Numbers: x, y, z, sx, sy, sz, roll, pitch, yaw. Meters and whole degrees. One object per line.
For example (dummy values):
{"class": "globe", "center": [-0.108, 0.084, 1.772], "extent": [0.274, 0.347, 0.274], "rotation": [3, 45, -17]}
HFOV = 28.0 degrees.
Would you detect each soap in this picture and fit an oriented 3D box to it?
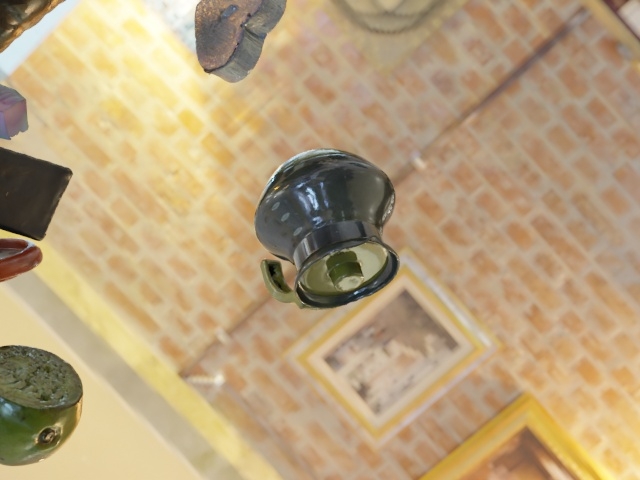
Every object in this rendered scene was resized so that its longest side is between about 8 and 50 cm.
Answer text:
{"class": "soap", "center": [-0.555, -0.222, 2.134], "extent": [0.149, 0.056, 0.100], "rotation": [21, -149, 18]}

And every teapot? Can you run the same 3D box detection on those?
{"class": "teapot", "center": [0.000, 0.000, 1.139], "extent": [0.130, 0.166, 0.119], "rotation": [7, -131, -34]}

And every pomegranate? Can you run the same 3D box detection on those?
{"class": "pomegranate", "center": [-0.499, 0.259, 2.005], "extent": [0.240, 0.159, 0.190], "rotation": [25, -159, -5]}

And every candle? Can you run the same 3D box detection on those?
{"class": "candle", "center": [-0.148, -0.364, 2.150], "extent": [0.068, 0.192, 0.168], "rotation": [29, -178, -43]}

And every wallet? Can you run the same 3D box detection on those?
{"class": "wallet", "center": [-0.558, -0.093, 2.183], "extent": [0.285, 0.146, 0.030], "rotation": [19, -165, -49]}

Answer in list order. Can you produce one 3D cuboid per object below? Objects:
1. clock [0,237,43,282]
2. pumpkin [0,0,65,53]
{"class": "clock", "center": [-0.594, 0.042, 2.266], "extent": [0.205, 0.205, 0.051], "rotation": [-83, -12, -73]}
{"class": "pumpkin", "center": [-0.466, -0.382, 1.744], "extent": [0.238, 0.315, 0.315], "rotation": [47, -167, -12]}
